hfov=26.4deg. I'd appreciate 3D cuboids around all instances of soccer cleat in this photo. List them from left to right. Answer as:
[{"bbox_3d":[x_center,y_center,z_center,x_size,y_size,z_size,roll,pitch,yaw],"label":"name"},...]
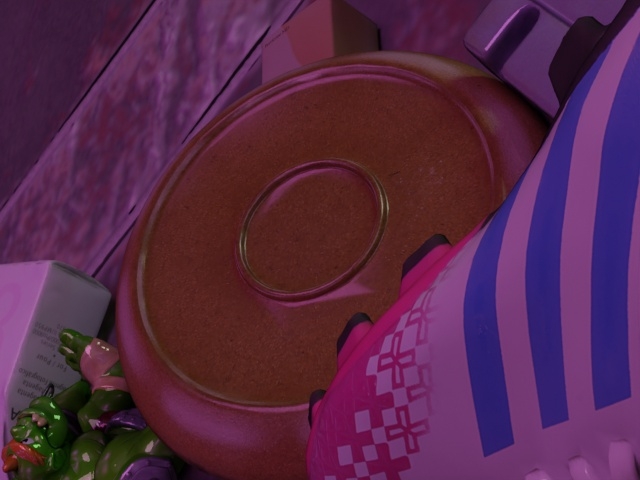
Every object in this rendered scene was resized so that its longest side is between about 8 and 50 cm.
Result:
[{"bbox_3d":[0.090,0.049,0.435,0.143,0.116,0.331,63,142,35],"label":"soccer cleat"}]

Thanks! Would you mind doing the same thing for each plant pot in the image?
[{"bbox_3d":[0.000,0.000,0.638,0.236,0.032,0.236,-14,53,19],"label":"plant pot"}]

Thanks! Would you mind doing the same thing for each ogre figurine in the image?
[{"bbox_3d":[-0.105,0.102,0.715,0.197,0.097,0.118,-6,42,31],"label":"ogre figurine"}]

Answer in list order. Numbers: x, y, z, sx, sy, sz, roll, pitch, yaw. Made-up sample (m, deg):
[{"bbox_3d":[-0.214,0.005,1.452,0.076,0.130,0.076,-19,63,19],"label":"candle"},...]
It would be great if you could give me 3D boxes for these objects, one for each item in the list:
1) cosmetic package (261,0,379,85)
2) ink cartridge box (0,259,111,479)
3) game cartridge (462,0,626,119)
[{"bbox_3d":[0.001,-0.073,0.748,0.060,0.041,0.115,-33,43,32],"label":"cosmetic package"},{"bbox_3d":[-0.234,0.129,0.875,0.189,0.066,0.232,-5,58,51],"label":"ink cartridge box"},{"bbox_3d":[0.215,-0.084,0.487,0.230,0.068,0.355,-48,37,8],"label":"game cartridge"}]
